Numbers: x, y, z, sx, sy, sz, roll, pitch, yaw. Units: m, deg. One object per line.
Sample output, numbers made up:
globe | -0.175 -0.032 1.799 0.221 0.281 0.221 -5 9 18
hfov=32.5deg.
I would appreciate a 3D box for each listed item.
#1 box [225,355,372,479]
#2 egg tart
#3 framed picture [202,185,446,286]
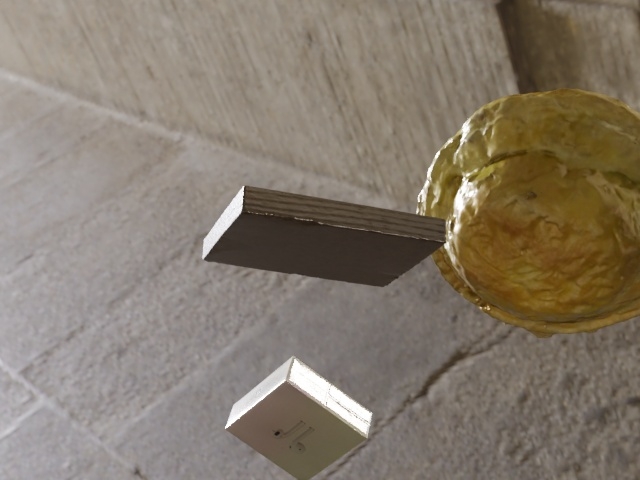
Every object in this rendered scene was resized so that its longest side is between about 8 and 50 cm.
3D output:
box | -0.027 0.225 1.373 0.129 0.130 0.051 -42 17 34
egg tart | 0.243 -0.007 1.170 0.319 0.319 0.128 -4 29 28
framed picture | 0.000 0.000 0.898 0.168 0.128 0.023 9 69 -18
